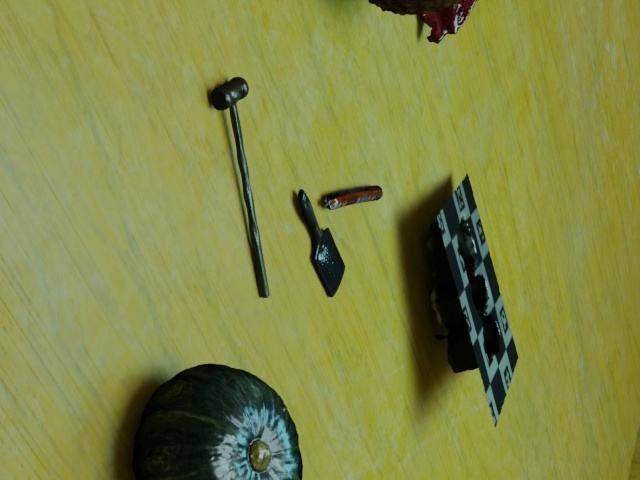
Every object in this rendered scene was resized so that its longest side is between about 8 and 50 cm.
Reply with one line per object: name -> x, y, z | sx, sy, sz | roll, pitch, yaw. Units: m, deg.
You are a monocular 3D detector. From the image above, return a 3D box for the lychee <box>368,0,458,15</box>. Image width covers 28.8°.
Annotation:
lychee -> 0.136, -0.441, 1.758 | 0.260, 0.260, 0.261 | -4, 95, -63

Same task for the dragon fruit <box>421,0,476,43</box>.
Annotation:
dragon fruit -> 0.198, -0.400, 2.095 | 0.131, 0.097, 0.063 | -60, 142, -13

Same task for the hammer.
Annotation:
hammer -> -0.093, -0.058, 1.567 | 0.058, 0.029, 0.292 | -42, 130, -54

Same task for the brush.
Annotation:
brush -> 0.000, 0.000, 1.759 | 0.193, 0.016, 0.063 | 65, 36, -42

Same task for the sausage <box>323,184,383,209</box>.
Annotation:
sausage -> 0.050, -0.064, 1.851 | 0.198, 0.025, 0.028 | -15, 136, -62

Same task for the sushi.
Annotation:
sushi -> 0.231, 0.102, 2.164 | 0.296, 0.099, 0.373 | -47, 122, -66

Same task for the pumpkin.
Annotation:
pumpkin -> -0.115, 0.243, 1.391 | 0.211, 0.152, 0.212 | 9, 76, -39
